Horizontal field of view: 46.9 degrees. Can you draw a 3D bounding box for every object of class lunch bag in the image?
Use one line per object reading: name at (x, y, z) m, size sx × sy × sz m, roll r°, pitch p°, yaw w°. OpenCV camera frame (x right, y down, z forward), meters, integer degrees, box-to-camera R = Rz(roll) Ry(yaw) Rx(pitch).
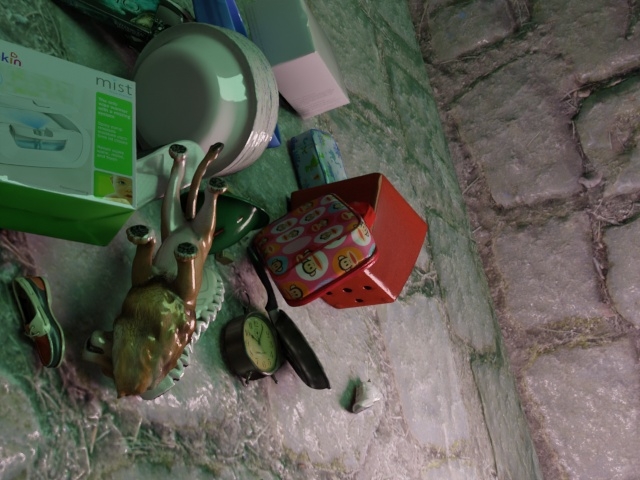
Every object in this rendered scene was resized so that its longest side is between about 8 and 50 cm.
lunch bag at (0.000, 0.000, 1.567) m, size 0.120 × 0.258 × 0.293 m, roll 59°, pitch -1°, yaw -22°
lunch bag at (0.007, -0.184, 2.002) m, size 0.176 × 0.090 × 0.219 m, roll 2°, pitch 69°, yaw -62°

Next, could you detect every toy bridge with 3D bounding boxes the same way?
toy bridge at (-0.209, -0.045, 1.537) m, size 0.063 × 0.026 × 0.188 m, roll 35°, pitch 43°, yaw -48°

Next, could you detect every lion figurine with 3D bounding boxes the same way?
lion figurine at (-0.222, 0.035, 1.123) m, size 0.392 × 0.142 × 0.240 m, roll -68°, pitch 172°, yaw -50°

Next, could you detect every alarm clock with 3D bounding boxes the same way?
alarm clock at (-0.139, 0.190, 1.452) m, size 0.129 × 0.064 × 0.192 m, roll 20°, pitch 56°, yaw -58°

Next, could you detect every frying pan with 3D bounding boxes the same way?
frying pan at (-0.067, 0.181, 1.505) m, size 0.197 × 0.053 × 0.326 m, roll 35°, pitch -26°, yaw 59°

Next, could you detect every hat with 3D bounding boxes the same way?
hat at (-0.212, 0.020, 1.384) m, size 0.173 × 0.208 × 0.183 m, roll 110°, pitch -10°, yaw -68°

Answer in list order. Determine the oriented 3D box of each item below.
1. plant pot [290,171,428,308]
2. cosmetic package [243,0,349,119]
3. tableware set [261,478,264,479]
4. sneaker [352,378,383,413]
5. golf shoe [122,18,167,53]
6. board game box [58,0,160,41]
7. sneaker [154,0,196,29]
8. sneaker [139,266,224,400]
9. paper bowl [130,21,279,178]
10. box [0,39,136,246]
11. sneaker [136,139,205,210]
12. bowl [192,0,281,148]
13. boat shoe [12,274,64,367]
plant pot at (0.083, 0.023, 1.826) m, size 0.267 × 0.267 × 0.236 m, roll 42°, pitch 49°, yaw -44°
cosmetic package at (-0.052, -0.485, 1.953) m, size 0.365 × 0.155 × 0.197 m, roll 32°, pitch 41°, yaw -70°
tableware set at (-0.106, 0.505, 1.320) m, size 0.104 × 0.024 × 0.154 m, roll 67°, pitch 25°, yaw -4°
sneaker at (0.105, 0.383, 1.813) m, size 0.061 × 0.053 × 0.152 m, roll 62°, pitch 18°, yaw 7°
golf shoe at (-0.375, -0.426, 1.464) m, size 0.077 × 0.094 × 0.198 m, roll -28°, pitch 72°, yaw -42°
board game box at (-0.399, -0.455, 1.378) m, size 0.186 × 0.026 × 0.126 m, roll 21°, pitch 45°, yaw -20°
sneaker at (-0.296, -0.382, 1.545) m, size 0.271 × 0.100 × 0.108 m, roll 65°, pitch 30°, yaw -9°
sneaker at (-0.252, 0.126, 1.239) m, size 0.118 × 0.110 × 0.292 m, roll 48°, pitch 32°, yaw -18°
paper bowl at (-0.231, -0.254, 1.353) m, size 0.148 × 0.284 × 0.284 m, roll -18°, pitch 87°, yaw -64°
box at (-0.400, -0.136, 1.022) m, size 0.262 × 0.127 × 0.231 m, roll 13°, pitch 57°, yaw -33°
sneaker at (-0.345, -0.086, 1.227) m, size 0.296 × 0.147 × 0.104 m, roll -24°, pitch 99°, yaw -34°
bowl at (-0.186, -0.387, 1.645) m, size 0.391 × 0.077 × 0.391 m, roll -18°, pitch 90°, yaw -87°
boat shoe at (-0.393, 0.113, 1.024) m, size 0.043 × 0.049 × 0.137 m, roll 4°, pitch 65°, yaw -59°
